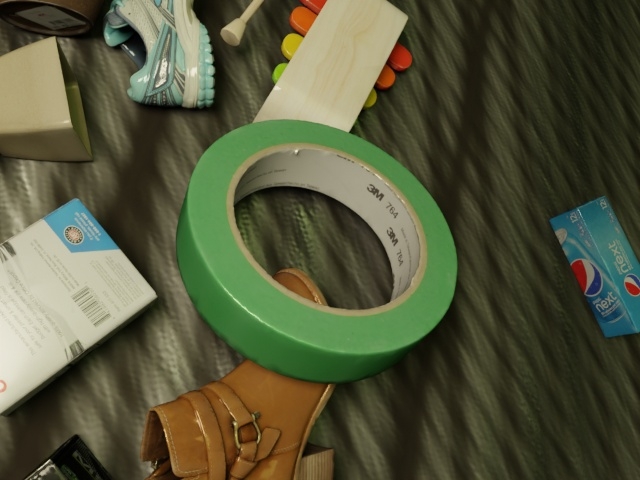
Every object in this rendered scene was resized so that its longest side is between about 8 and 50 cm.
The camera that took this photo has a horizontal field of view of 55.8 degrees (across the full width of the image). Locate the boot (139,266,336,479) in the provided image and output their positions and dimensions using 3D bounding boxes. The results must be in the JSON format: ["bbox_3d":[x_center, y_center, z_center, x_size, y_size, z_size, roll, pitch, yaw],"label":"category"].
[{"bbox_3d":[-0.090,0.166,0.650,0.220,0.109,0.283,7,82,-44],"label":"boot"}]

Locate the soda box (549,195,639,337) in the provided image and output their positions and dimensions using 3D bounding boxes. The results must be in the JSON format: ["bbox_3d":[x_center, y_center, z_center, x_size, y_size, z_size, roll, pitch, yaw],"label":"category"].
[{"bbox_3d":[0.452,0.042,0.960,0.071,0.067,0.210,-20,82,-26],"label":"soda box"}]

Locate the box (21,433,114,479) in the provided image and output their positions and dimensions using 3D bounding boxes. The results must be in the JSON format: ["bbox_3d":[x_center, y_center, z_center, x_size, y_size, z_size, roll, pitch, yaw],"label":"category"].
[{"bbox_3d":[-0.193,0.274,0.559,0.045,0.184,0.191,-39,90,-17],"label":"box"}]

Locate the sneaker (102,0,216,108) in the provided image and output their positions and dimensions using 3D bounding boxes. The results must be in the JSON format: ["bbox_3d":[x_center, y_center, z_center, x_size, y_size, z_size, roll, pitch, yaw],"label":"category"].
[{"bbox_3d":[-0.219,-0.303,0.771,0.122,0.110,0.283,-12,79,-21],"label":"sneaker"}]

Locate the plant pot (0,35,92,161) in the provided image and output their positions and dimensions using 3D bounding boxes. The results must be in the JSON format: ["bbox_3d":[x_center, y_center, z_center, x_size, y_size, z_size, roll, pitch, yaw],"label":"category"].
[{"bbox_3d":[-0.327,-0.149,0.684,0.096,0.109,0.109,-12,79,-12],"label":"plant pot"}]

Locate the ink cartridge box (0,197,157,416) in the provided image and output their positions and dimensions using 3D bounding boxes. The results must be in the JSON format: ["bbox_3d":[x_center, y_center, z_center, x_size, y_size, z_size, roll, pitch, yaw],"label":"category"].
[{"bbox_3d":[-0.295,0.069,0.638,0.190,0.082,0.139,-39,91,-26],"label":"ink cartridge box"}]

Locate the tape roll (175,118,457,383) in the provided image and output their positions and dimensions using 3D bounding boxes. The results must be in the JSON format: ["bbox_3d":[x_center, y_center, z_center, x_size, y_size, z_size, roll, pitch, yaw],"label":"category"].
[{"bbox_3d":[0.000,0.000,0.698,0.321,0.077,0.321,13,50,-16],"label":"tape roll"}]

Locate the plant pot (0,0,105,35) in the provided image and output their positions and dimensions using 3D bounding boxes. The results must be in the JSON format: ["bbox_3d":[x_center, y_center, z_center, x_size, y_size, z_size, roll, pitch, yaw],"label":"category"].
[{"bbox_3d":[-0.320,-0.373,0.713,0.215,0.215,0.230,1,89,-22],"label":"plant pot"}]

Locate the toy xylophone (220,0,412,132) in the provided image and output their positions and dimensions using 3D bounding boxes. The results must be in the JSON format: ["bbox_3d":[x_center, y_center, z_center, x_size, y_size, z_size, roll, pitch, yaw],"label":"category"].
[{"bbox_3d":[0.001,-0.273,0.863,0.236,0.081,0.323,39,64,-8],"label":"toy xylophone"}]
